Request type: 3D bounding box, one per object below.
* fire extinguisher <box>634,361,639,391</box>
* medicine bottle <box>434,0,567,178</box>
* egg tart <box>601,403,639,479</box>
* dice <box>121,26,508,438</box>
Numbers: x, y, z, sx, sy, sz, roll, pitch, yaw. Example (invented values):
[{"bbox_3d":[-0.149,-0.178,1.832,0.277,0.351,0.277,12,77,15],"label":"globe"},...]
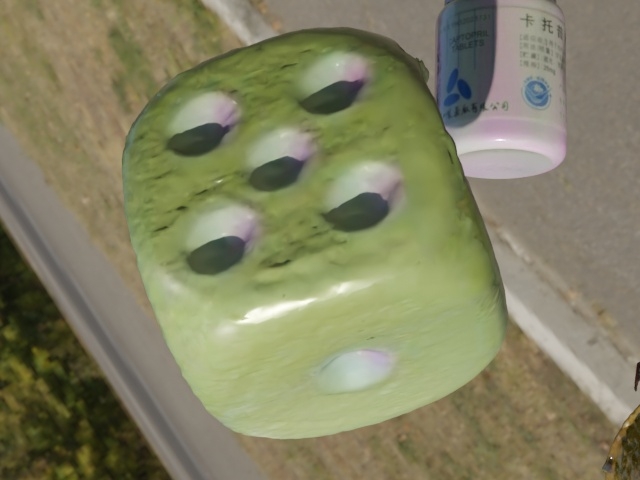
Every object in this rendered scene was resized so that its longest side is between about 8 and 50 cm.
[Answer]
[{"bbox_3d":[0.360,0.102,1.111,0.039,0.132,0.056,36,-140,-35],"label":"fire extinguisher"},{"bbox_3d":[0.203,-0.207,1.298,0.152,0.152,0.255,137,137,-74],"label":"medicine bottle"},{"bbox_3d":[0.301,0.198,0.790,0.203,0.202,0.147,61,-161,-13],"label":"egg tart"},{"bbox_3d":[0.000,0.000,0.929,0.252,0.254,0.250,65,-171,-58],"label":"dice"}]
